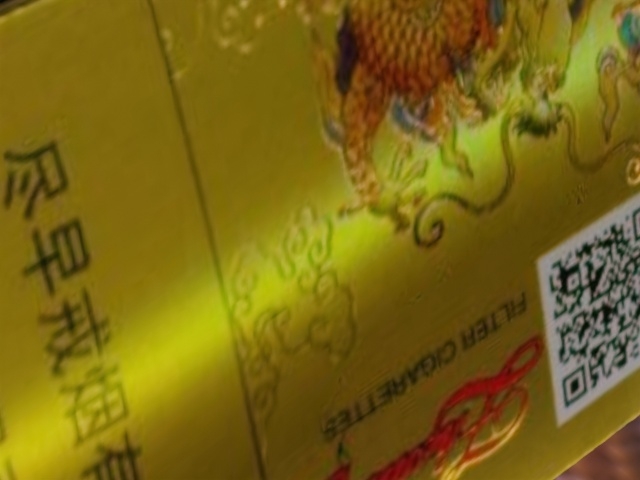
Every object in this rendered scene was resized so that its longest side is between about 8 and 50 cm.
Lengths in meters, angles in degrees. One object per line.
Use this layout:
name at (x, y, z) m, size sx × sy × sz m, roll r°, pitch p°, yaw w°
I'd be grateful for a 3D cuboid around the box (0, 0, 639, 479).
box at (0.000, 0.000, 0.409) m, size 0.043 × 0.311 × 0.173 m, roll 19°, pitch 130°, yaw 45°
